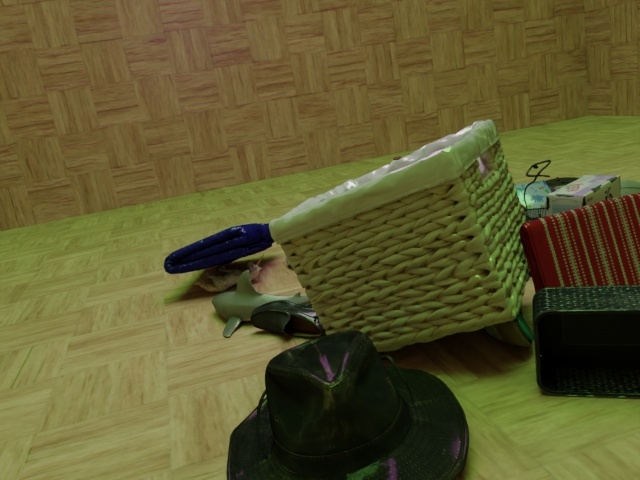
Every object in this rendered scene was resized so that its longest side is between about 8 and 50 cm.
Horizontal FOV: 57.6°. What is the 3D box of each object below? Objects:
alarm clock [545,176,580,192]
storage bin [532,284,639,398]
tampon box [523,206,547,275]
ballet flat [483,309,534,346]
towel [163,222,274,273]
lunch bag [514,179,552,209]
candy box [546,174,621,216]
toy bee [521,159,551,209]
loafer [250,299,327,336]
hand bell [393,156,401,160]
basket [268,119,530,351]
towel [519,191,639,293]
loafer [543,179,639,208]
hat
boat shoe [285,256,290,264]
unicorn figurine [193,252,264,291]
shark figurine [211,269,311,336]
[{"bbox_3d":[0.740,-0.154,1.731,0.192,0.064,0.129,-6,15,2],"label":"alarm clock"},{"bbox_3d":[0.375,0.130,0.761,0.180,0.122,0.084,-4,16,20],"label":"storage bin"},{"bbox_3d":[0.439,0.002,1.204,0.160,0.121,0.101,-3,17,21],"label":"tampon box"},{"bbox_3d":[0.300,0.126,0.961,0.073,0.080,0.232,-34,4,19],"label":"ballet flat"},{"bbox_3d":[-0.238,0.027,1.476,0.227,0.076,0.308,-23,-2,10],"label":"towel"},{"bbox_3d":[0.528,-0.070,1.481,0.128,0.096,0.151,-9,44,2],"label":"lunch bag"},{"bbox_3d":[0.488,-0.009,1.068,0.164,0.196,0.070,-22,20,-39],"label":"candy box"},{"bbox_3d":[0.423,-0.034,1.358,0.298,0.162,0.195,-25,16,46],"label":"toy bee"},{"bbox_3d":[-0.059,0.149,1.081,0.170,0.062,0.061,-5,20,22],"label":"loafer"},{"bbox_3d":[0.206,-0.088,1.444,0.126,0.242,0.126,-9,14,2],"label":"hand bell"},{"bbox_3d":[0.161,-0.008,0.974,0.331,0.267,0.328,-22,7,31],"label":"basket"},{"bbox_3d":[0.456,0.038,0.934,0.274,0.199,0.031,-13,-3,-18],"label":"towel"},{"bbox_3d":[0.691,-0.073,1.407,0.319,0.112,0.111,-9,52,-17],"label":"loafer"},{"bbox_3d":[0.018,0.189,0.713,0.331,0.134,0.331,-11,15,3],"label":"hat"},{"bbox_3d":[0.000,0.000,1.443,0.095,0.084,0.258,-12,-5,-46],"label":"boat shoe"},{"bbox_3d":[-0.220,0.089,1.427,0.111,0.060,0.162,13,41,43],"label":"unicorn figurine"},{"bbox_3d":[-0.108,0.106,1.176,0.278,0.116,0.166,-9,16,9],"label":"shark figurine"}]
